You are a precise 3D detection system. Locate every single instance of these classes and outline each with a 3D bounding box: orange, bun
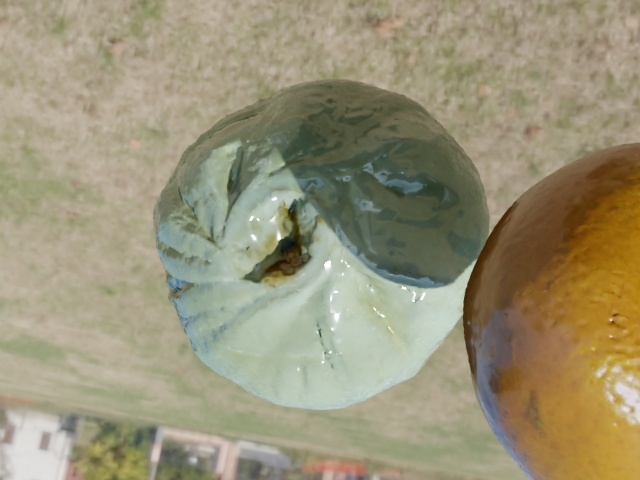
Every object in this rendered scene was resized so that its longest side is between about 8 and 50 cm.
[{"bbox_3d":[0.134,0.039,0.397,0.156,0.156,0.124,10,161,4],"label":"orange"},{"bbox_3d":[0.000,0.000,0.563,0.195,0.196,0.118,8,176,11],"label":"bun"}]
